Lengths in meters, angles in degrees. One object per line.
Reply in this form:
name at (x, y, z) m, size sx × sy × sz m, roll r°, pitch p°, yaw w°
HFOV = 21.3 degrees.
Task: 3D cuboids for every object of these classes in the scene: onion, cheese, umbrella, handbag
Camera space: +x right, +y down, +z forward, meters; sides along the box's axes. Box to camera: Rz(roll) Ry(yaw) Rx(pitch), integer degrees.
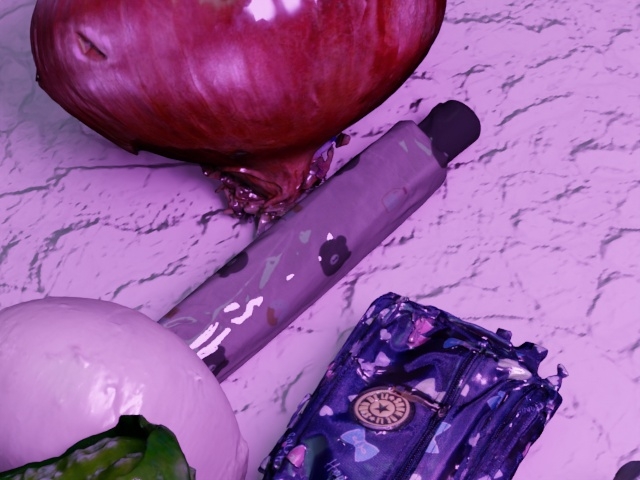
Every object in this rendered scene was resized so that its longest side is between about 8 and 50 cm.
onion at (-0.052, -0.151, 1.367) m, size 0.348 × 0.285 × 0.347 m, roll -10°, pitch 14°, yaw 3°
cheese at (-0.162, 0.118, 1.196) m, size 0.198 × 0.189 × 0.154 m, roll 21°, pitch 91°, yaw 28°
umbrella at (0.000, 0.000, 1.339) m, size 0.337 × 0.073 × 0.067 m, roll -41°, pitch 81°, yaw -19°
handbag at (0.059, 0.150, 1.195) m, size 0.162 × 0.113 × 0.260 m, roll 26°, pitch 54°, yaw 18°

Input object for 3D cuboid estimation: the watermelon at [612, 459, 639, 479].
watermelon at (0.173, 0.275, 1.077) m, size 0.232 × 0.193 × 0.310 m, roll 8°, pitch 64°, yaw -10°

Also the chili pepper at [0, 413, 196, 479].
chili pepper at (-0.236, 0.238, 1.021) m, size 0.385 × 0.167 × 0.213 m, roll -19°, pitch 12°, yaw -10°
